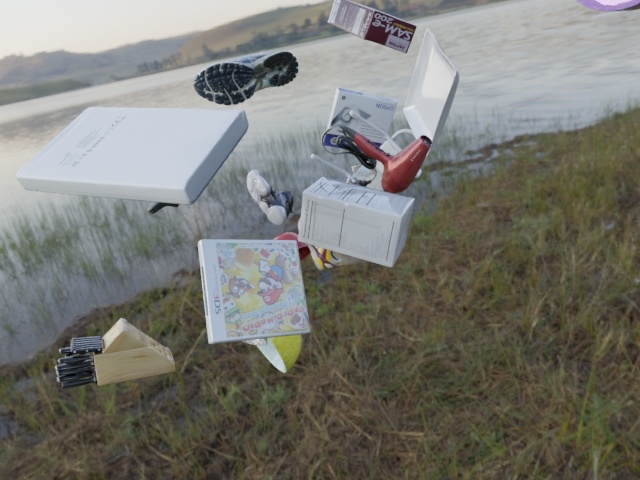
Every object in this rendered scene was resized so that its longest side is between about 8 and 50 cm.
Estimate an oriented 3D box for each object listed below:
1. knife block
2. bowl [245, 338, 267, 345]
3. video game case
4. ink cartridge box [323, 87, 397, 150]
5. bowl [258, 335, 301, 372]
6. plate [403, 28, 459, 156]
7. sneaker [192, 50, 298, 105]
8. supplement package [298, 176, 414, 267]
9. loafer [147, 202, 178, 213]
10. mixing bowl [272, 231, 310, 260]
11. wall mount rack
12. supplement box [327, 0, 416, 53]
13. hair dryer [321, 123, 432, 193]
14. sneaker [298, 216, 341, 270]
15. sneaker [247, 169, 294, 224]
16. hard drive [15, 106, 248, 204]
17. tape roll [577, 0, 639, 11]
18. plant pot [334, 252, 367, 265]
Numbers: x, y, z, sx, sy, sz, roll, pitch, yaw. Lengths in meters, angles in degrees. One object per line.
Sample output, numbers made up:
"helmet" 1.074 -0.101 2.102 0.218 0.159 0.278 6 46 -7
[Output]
"knife block" -0.591 0.358 1.525 0.242 0.275 0.088 -48 28 -3
"bowl" -0.249 0.295 1.859 0.170 0.170 0.080 2 58 33
"video game case" -0.133 0.099 1.107 0.227 0.206 0.026 1 -17 -36
"ink cartridge box" 0.139 -0.417 1.931 0.223 0.224 0.045 7 32 -12
"bowl" -0.150 0.302 1.886 0.156 0.289 0.289 -35 28 -22
"plate" 0.326 -0.429 1.568 0.045 0.277 0.278 2 43 -12
"sneaker" -0.205 -0.436 1.434 0.283 0.110 0.122 -18 29 -20
"supplement package" 0.085 -0.051 1.305 0.244 0.139 0.134 16 27 16
"loafer" -0.468 -0.130 1.699 0.170 0.061 0.062 -41 31 -25
"mixing bowl" -0.129 0.032 2.037 0.181 0.098 0.181 -29 -17 -9
"wall mount rack" 0.158 -0.260 1.796 0.350 0.304 0.130 -44 2 29
"supplement box" 0.125 -0.551 1.367 0.130 0.073 0.239 7 27 -28
"hair dryer" 0.156 -0.214 1.417 0.293 0.223 0.080 -8 41 28
"sneaker" 0.000 0.000 1.664 0.084 0.185 0.069 -21 16 23
"sneaker" -0.216 -0.207 2.391 0.101 0.268 0.153 -24 12 36
"hard drive" -0.335 -0.164 0.972 0.353 0.047 0.233 6 46 20
"tape roll" 0.670 -0.645 1.165 0.090 0.275 0.275 -19 21 -37
"plant pot" 0.139 -0.044 2.279 0.323 0.280 0.323 -9 1 0
